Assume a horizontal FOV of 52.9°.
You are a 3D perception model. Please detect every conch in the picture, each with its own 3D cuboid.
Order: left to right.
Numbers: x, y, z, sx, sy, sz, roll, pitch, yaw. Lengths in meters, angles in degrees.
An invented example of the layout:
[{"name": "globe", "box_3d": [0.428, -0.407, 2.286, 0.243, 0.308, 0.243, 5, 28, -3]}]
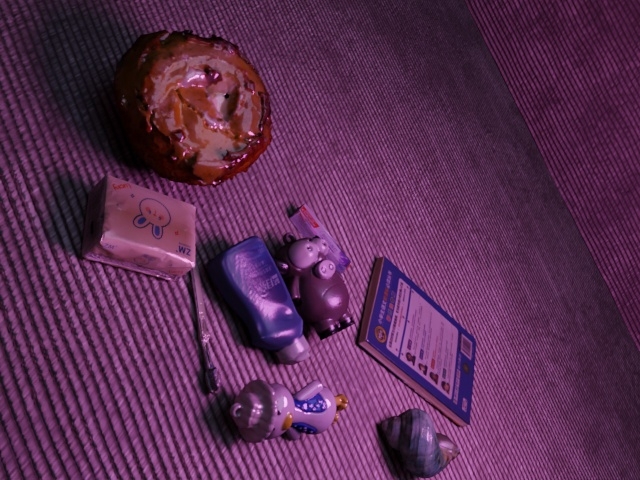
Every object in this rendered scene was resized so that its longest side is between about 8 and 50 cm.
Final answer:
[{"name": "conch", "box_3d": [0.236, 0.474, 1.519, 0.188, 0.122, 0.176, 52, 19, -14]}]

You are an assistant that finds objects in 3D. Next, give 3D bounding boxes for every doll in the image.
[{"name": "doll", "box_3d": [-0.061, 0.337, 1.280, 0.293, 0.138, 0.119, 16, 16, -44]}, {"name": "doll", "box_3d": [-0.019, 0.096, 1.474, 0.182, 0.117, 0.257, -18, 84, -45]}]

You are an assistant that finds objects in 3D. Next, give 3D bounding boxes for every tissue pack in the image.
[{"name": "tissue pack", "box_3d": [-0.336, -0.020, 1.217, 0.196, 0.092, 0.148, 21, 53, -40]}]

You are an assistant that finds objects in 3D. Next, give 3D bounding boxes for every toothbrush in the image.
[{"name": "toothbrush", "box_3d": [-0.234, 0.159, 1.275, 0.026, 0.028, 0.294, 10, 56, -46]}]

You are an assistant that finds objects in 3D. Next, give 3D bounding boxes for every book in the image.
[{"name": "book", "box_3d": [0.278, 0.273, 1.750, 0.428, 0.039, 0.300, 41, 42, -23]}]

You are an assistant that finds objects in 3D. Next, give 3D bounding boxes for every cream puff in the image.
[{"name": "cream puff", "box_3d": [-0.262, -0.269, 1.341, 0.350, 0.229, 0.350, 5, 78, -25]}]

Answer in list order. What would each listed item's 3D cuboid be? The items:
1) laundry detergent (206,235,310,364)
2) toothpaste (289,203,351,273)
[{"name": "laundry detergent", "box_3d": [-0.115, 0.138, 1.359, 0.290, 0.094, 0.143, 58, 35, -2]}, {"name": "toothpaste", "box_3d": [0.000, 0.000, 1.615, 0.196, 0.040, 0.047, 52, 37, -10]}]
